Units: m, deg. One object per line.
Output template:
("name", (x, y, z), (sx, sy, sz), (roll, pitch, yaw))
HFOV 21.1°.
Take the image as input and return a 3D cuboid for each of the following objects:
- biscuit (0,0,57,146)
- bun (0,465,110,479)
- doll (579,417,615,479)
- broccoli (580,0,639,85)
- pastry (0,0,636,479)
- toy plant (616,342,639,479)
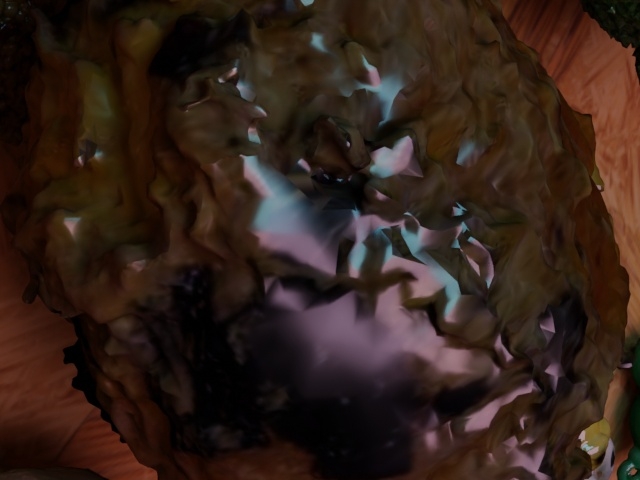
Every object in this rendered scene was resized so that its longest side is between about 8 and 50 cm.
("biscuit", (-0.163, -0.150, 0.903), (0.064, 0.034, 0.199), (8, 104, -43))
("bun", (-0.180, 0.249, 0.996), (0.273, 0.168, 0.273), (-33, 140, -34))
("doll", (0.173, 0.116, 1.290), (0.117, 0.086, 0.291), (-57, 146, -48))
("broccoli", (0.278, -0.245, 1.057), (0.310, 0.321, 0.413), (16, 56, -10))
("pastry", (0.008, 0.016, 0.917), (0.292, 0.337, 0.405), (-25, 149, 19))
("toy plant", (0.314, 0.123, 1.408), (0.200, 0.105, 0.143), (-40, 124, -4))
